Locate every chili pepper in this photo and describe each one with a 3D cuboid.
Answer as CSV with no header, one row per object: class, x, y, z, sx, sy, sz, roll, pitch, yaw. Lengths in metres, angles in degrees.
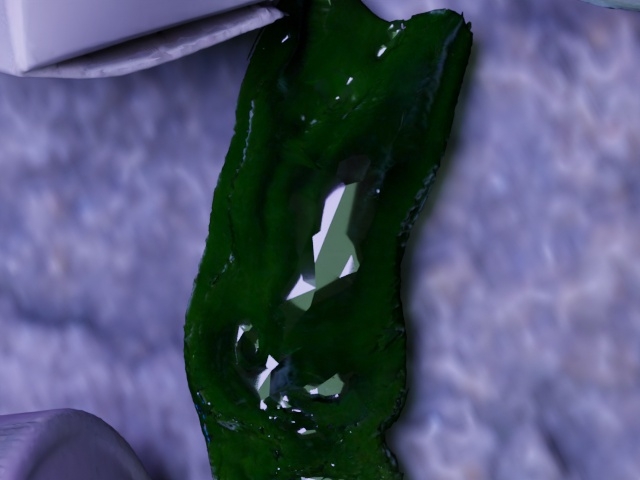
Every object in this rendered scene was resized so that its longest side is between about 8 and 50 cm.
chili pepper,-0.001,0.000,0.567,0.098,0.061,0.224,7,93,19

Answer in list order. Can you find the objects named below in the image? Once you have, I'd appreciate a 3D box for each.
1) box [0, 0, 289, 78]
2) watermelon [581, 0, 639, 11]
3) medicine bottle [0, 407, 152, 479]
box,-0.117,-0.221,0.479,0.173,0.145,0.332,14,115,34
watermelon,0.188,-0.205,0.458,0.148,0.226,0.318,17,106,-15
medicine bottle,-0.211,0.177,0.519,0.302,0.241,0.241,-10,88,12
